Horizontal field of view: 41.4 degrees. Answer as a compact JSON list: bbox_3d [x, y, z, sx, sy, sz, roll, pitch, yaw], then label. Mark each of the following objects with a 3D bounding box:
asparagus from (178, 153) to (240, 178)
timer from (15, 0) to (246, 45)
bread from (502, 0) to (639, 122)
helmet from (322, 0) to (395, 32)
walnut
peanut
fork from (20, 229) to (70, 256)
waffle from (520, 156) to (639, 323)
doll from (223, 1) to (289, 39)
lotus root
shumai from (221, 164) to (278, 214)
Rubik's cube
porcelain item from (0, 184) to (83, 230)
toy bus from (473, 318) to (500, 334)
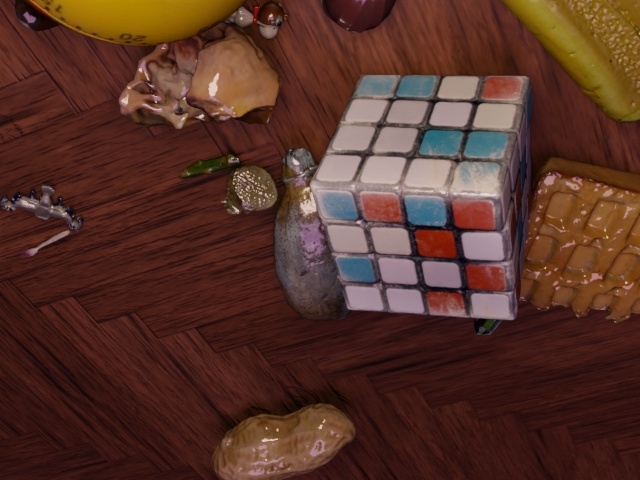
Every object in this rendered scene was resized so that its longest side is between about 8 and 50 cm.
[{"bbox_3d":[-0.177,-0.118,1.349,0.108,0.021,0.025,-14,127,14],"label":"asparagus"},{"bbox_3d":[-0.221,-0.377,0.931,0.376,0.376,0.387,38,166,-29],"label":"timer"},{"bbox_3d":[0.349,-0.313,1.094,0.383,0.112,0.166,37,121,-27],"label":"bread"},{"bbox_3d":[0.053,-0.320,1.123,0.098,0.070,0.123,15,130,-13],"label":"helmet"},{"bbox_3d":[-0.146,-0.222,1.154,0.238,0.141,0.204,2,-177,42],"label":"walnut"},{"bbox_3d":[-0.078,0.423,1.772,0.325,0.140,0.153,-24,111,19],"label":"peanut"},{"bbox_3d":[-0.482,0.007,1.478,0.115,0.012,0.016,-22,135,19],"label":"fork"},{"bbox_3d":[0.482,0.009,1.414,0.348,0.077,0.304,9,131,-6],"label":"waffle"},{"bbox_3d":[-0.090,-0.307,1.162,0.085,0.040,0.058,18,141,-16],"label":"doll"},{"bbox_3d":[0.000,0.000,1.361,0.158,0.140,0.322,-24,134,-17],"label":"lotus root"},{"bbox_3d":[-0.116,-0.076,1.371,0.083,0.082,0.080,22,168,-11],"label":"shumai"},{"bbox_3d":[0.159,-0.063,1.200,0.256,0.259,0.253,3,135,19],"label":"Rubik's cube"},{"bbox_3d":[-0.457,-0.065,1.404,0.136,0.021,0.075,17,131,-14],"label":"porcelain item"},{"bbox_3d":[0.316,0.142,1.572,0.037,0.031,0.083,9,133,-20],"label":"toy bus"}]
